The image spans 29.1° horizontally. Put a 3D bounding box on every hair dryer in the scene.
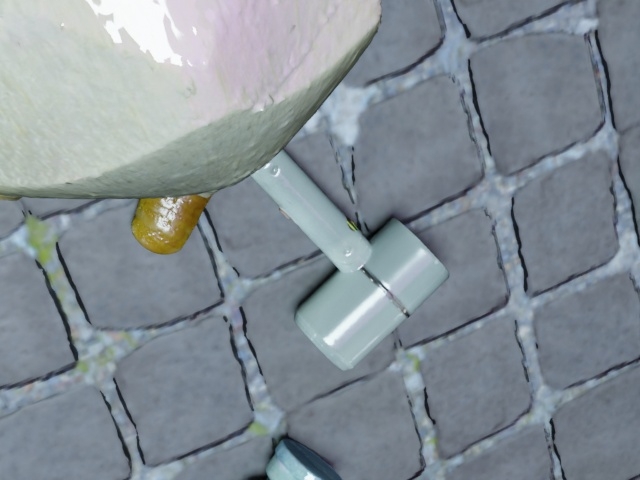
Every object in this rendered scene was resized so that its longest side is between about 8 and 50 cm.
[{"bbox_3d":[0.000,0.000,0.671,0.082,0.047,0.137,-42,113,-1],"label":"hair dryer"}]

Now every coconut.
[{"bbox_3d":[-0.082,-0.117,0.491,0.227,0.227,0.230,-27,110,-10],"label":"coconut"}]

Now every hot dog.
[{"bbox_3d":[-0.059,-0.055,0.635,0.044,0.028,0.137,29,99,-21],"label":"hot dog"}]

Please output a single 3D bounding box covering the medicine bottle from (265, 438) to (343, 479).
[{"bbox_3d":[-0.060,0.205,0.722,0.051,0.051,0.191,33,96,-28],"label":"medicine bottle"}]
